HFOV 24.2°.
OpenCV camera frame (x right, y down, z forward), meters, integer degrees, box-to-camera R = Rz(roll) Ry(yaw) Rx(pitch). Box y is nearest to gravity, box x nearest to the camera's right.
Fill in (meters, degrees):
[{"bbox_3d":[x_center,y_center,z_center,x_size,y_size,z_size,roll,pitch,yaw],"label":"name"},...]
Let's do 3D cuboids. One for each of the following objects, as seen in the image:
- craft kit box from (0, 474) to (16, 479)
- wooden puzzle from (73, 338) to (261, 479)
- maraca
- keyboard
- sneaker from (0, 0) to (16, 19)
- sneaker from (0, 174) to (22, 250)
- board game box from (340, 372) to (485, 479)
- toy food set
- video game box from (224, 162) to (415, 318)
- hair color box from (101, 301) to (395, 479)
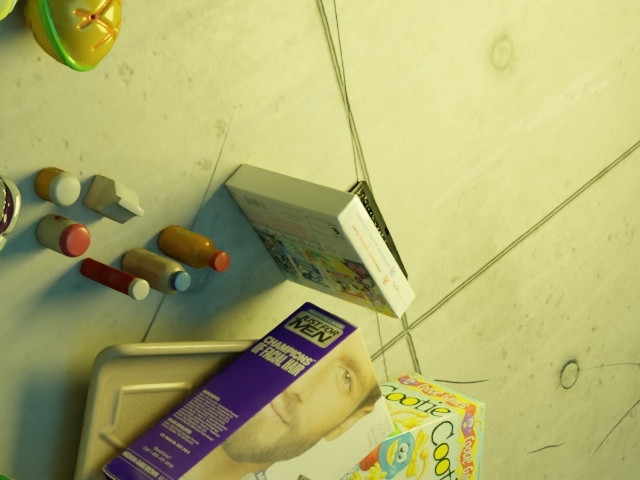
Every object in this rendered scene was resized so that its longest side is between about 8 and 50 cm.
[{"bbox_3d":[-0.333,0.391,1.625,0.061,0.249,0.247,1,104,-67],"label":"craft kit box"},{"bbox_3d":[-0.181,0.276,1.857,0.322,0.080,0.348,2,107,-43],"label":"wooden puzzle"},{"bbox_3d":[-0.265,-0.270,1.574,0.127,0.099,0.186,-37,118,-69],"label":"maraca"},{"bbox_3d":[0.069,0.019,2.031,0.100,0.038,0.192,-45,129,-23],"label":"keyboard"},{"bbox_3d":[-0.386,-0.208,1.506,0.126,0.091,0.240,16,93,-27],"label":"sneaker"},{"bbox_3d":[-0.386,0.024,1.546,0.098,0.083,0.224,42,56,-59],"label":"sneaker"},{"bbox_3d":[0.081,0.298,2.060,0.275,0.142,0.144,-14,113,-40],"label":"board game box"},{"bbox_3d":[-0.220,0.002,1.702,0.232,0.104,0.111,34,80,-44],"label":"toy food set"},{"bbox_3d":[0.000,0.000,1.840,0.048,0.205,0.187,-48,132,-23],"label":"video game box"},{"bbox_3d":[-0.078,0.252,1.809,0.339,0.110,0.185,-40,130,-26],"label":"hair color box"}]
